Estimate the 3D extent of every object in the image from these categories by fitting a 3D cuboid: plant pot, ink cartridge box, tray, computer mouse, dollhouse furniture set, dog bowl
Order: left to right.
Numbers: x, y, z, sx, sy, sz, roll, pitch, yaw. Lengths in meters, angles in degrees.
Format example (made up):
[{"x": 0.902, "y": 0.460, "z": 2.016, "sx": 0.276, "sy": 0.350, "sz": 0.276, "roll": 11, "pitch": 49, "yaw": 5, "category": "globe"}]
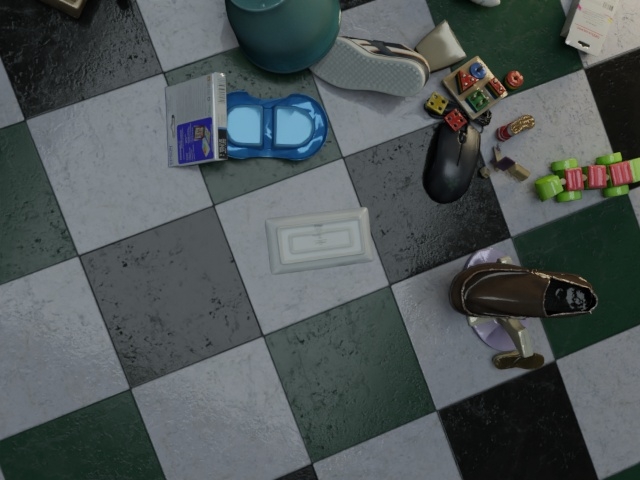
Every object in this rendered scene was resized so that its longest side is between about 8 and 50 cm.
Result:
[{"x": -0.301, "y": -0.286, "z": 1.800, "sx": 0.045, "sy": 0.208, "sz": 0.206, "roll": -3, "pitch": 92, "yaw": -44, "category": "ink cartridge box"}, {"x": -0.132, "y": -0.282, "z": 1.862, "sx": 0.297, "sy": 0.074, "sz": 0.166, "roll": 1, "pitch": 90, "yaw": -7, "category": "dog bowl"}, {"x": -0.106, "y": -0.562, "z": 1.732, "sx": 0.271, "sy": 0.255, "sz": 0.272, "roll": -2, "pitch": 82, "yaw": 11, "category": "plant pot"}, {"x": 0.000, "y": 0.000, "z": 1.903, "sx": 0.270, "sy": 0.030, "sz": 0.145, "roll": -7, "pitch": 90, "yaw": -8, "category": "tray"}, {"x": 0.299, "y": -0.485, "z": 1.909, "sx": 0.096, "sy": 0.109, "sz": 0.109, "roll": -31, "pitch": 94, "yaw": 5, "category": "plant pot"}, {"x": 0.345, "y": -0.232, "z": 1.928, "sx": 0.188, "sy": 0.072, "sz": 0.272, "roll": 10, "pitch": 89, "yaw": -9, "category": "computer mouse"}, {"x": 0.491, "y": -0.200, "z": 1.981, "sx": 0.114, "sy": 0.091, "sz": 0.081, "roll": 27, "pitch": 44, "yaw": -29, "category": "dollhouse furniture set"}, {"x": 0.711, "y": -0.582, "z": 1.982, "sx": 0.104, "sy": 0.061, "sz": 0.181, "roll": 21, "pitch": 87, "yaw": -7, "category": "ink cartridge box"}]

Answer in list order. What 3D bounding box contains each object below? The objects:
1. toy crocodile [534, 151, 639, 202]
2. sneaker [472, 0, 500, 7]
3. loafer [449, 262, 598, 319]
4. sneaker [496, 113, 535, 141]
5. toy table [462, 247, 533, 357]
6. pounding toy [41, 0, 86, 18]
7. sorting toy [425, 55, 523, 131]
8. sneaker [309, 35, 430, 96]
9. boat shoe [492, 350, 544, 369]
[{"x": 0.723, "y": -0.166, "z": 1.964, "sx": 0.340, "sy": 0.105, "sz": 0.115, "roll": -8, "pitch": 91, "yaw": -8, "category": "toy crocodile"}, {"x": 0.452, "y": -0.746, "z": 1.940, "sx": 0.129, "sy": 0.111, "sz": 0.297, "roll": 23, "pitch": 91, "yaw": -23, "category": "sneaker"}, {"x": 0.487, "y": 0.120, "z": 1.757, "sx": 0.365, "sy": 0.130, "sz": 0.134, "roll": -2, "pitch": 92, "yaw": -8, "category": "loafer"}, {"x": 0.513, "y": -0.297, "z": 1.972, "sx": 0.118, "sy": 0.067, "sz": 0.042, "roll": -26, "pitch": 92, "yaw": -37, "category": "sneaker"}, {"x": 0.469, "y": 0.158, "z": 1.903, "sx": 0.252, "sy": 0.161, "sz": 0.274, "roll": -27, "pitch": 95, "yaw": -7, "category": "toy table"}, {"x": -0.570, "y": -0.633, "z": 1.796, "sx": 0.206, "sy": 0.094, "sz": 0.181, "roll": 24, "pitch": 82, "yaw": -17, "category": "pounding toy"}, {"x": 0.398, "y": -0.397, "z": 1.923, "sx": 0.274, "sy": 0.046, "sz": 0.132, "roll": -36, "pitch": 86, "yaw": -19, "category": "sorting toy"}, {"x": 0.121, "y": -0.443, "z": 1.879, "sx": 0.321, "sy": 0.127, "sz": 0.126, "roll": 21, "pitch": 123, "yaw": 14, "category": "sneaker"}, {"x": 0.521, "y": 0.312, "z": 1.967, "sx": 0.135, "sy": 0.045, "sz": 0.050, "roll": 1, "pitch": 100, "yaw": -5, "category": "boat shoe"}]
